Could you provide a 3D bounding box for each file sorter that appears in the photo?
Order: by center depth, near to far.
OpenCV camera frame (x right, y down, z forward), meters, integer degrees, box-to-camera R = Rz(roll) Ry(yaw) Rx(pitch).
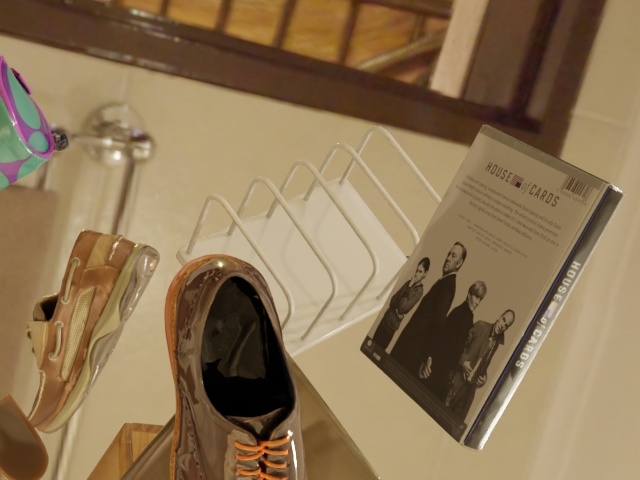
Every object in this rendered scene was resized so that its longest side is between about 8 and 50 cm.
[{"bbox_3d":[0.000,0.000,1.396,0.193,0.278,0.173,54,-33,16],"label":"file sorter"}]

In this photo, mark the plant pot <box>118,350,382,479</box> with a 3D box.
[{"bbox_3d":[-0.078,0.290,1.111,0.280,0.323,0.323,-37,-140,-7],"label":"plant pot"}]

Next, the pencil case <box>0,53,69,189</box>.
[{"bbox_3d":[-0.221,-0.039,0.617,0.152,0.064,0.070,-29,-147,8],"label":"pencil case"}]

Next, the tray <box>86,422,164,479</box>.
[{"bbox_3d":[-0.290,0.426,1.469,0.411,0.076,0.202,-54,-145,45],"label":"tray"}]

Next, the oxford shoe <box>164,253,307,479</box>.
[{"bbox_3d":[-0.054,0.145,0.746,0.098,0.097,0.271,179,-100,-75],"label":"oxford shoe"}]

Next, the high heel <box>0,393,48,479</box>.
[{"bbox_3d":[-0.401,0.098,0.979,0.181,0.127,0.377,-35,-96,32],"label":"high heel"}]

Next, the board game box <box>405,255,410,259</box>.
[{"bbox_3d":[0.207,0.106,1.688,0.045,0.147,0.193,-56,-131,34],"label":"board game box"}]

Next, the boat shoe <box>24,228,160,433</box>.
[{"bbox_3d":[-0.321,0.114,1.447,0.324,0.116,0.123,-59,-173,25],"label":"boat shoe"}]

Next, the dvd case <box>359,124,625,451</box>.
[{"bbox_3d":[0.137,0.032,0.946,0.238,0.030,0.179,-61,-147,7],"label":"dvd case"}]
